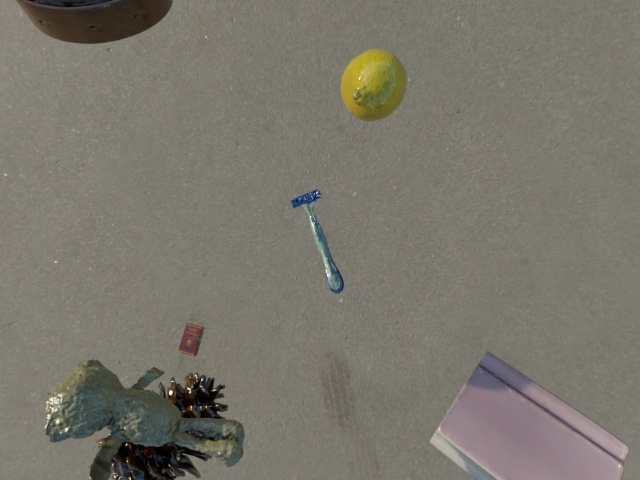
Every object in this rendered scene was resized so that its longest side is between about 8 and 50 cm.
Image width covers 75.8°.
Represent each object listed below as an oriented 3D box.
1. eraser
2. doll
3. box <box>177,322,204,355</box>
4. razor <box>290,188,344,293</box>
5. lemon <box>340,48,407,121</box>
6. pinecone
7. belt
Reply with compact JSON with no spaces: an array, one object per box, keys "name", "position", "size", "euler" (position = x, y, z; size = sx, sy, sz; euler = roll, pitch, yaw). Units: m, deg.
[{"name":"eraser","position":[0.486,0.479,0.972],"size":[0.359,0.123,0.272],"euler":[33,55,25]},{"name":"doll","position":[-0.269,0.276,0.651],"size":[0.285,0.203,0.091],"euler":[4,134,-31]},{"name":"box","position":[-0.364,0.279,1.158],"size":[0.051,0.023,0.082],"euler":[12,81,9]},{"name":"razor","position":[-0.003,-0.005,1.143],"size":[0.093,0.056,0.325],"euler":[-20,64,3]},{"name":"lemon","position":[0.145,-0.423,1.129],"size":[0.186,0.244,0.187],"euler":[10,124,14]},{"name":"pinecone","position":[-0.343,0.433,0.949],"size":[0.292,0.246,0.246],"euler":[-42,92,-21]},{"name":"belt","position":[-0.396,-0.459,0.720],"size":[0.261,0.105,0.184],"euler":[-17,84,-14]}]
